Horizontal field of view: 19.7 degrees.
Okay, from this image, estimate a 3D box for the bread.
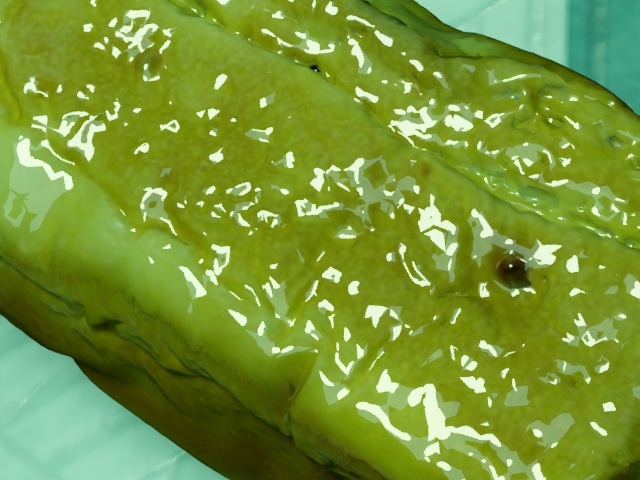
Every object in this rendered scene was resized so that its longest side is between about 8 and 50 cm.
[{"bbox_3d":[0.000,0.000,0.614,0.294,0.132,0.167,30,84,20],"label":"bread"}]
